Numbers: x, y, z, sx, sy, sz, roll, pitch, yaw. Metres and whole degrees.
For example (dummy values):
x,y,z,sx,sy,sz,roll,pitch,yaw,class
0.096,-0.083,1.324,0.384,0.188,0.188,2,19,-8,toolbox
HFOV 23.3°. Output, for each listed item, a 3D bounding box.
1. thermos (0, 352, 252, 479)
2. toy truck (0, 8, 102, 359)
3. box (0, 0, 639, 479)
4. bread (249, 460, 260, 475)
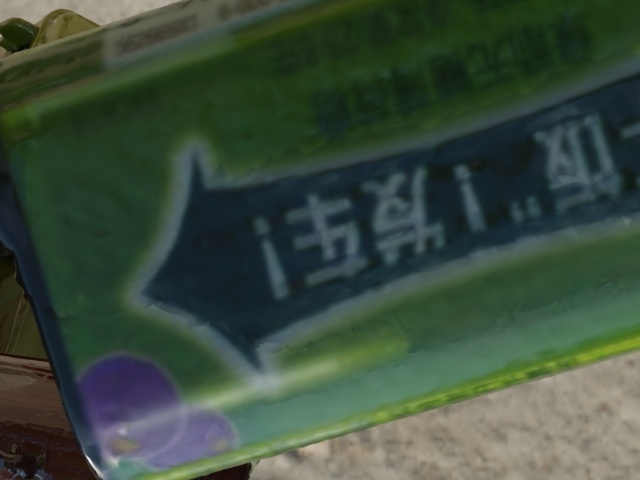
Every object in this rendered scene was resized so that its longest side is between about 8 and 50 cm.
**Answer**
x,y,z,sx,sy,sz,roll,pitch,yaw,class
-0.143,0.087,0.623,0.232,0.124,0.099,9,81,-3,thermos
-0.220,0.031,1.123,0.180,0.405,0.254,31,154,-28,toy truck
0.086,-0.037,0.428,0.345,0.097,0.134,-18,91,8,box
-0.201,0.129,1.514,0.338,0.155,0.187,29,104,-12,bread
